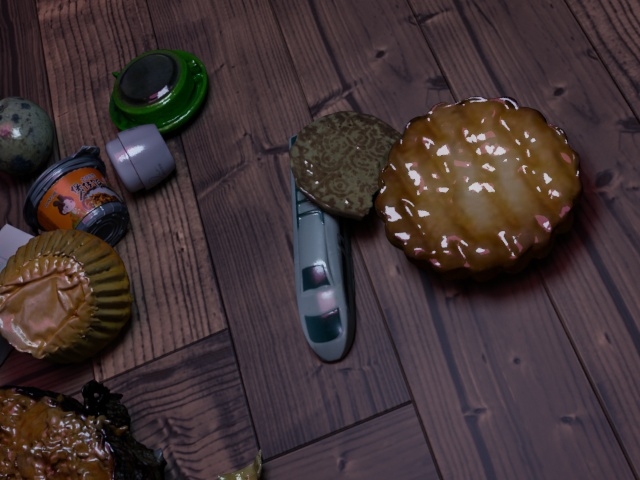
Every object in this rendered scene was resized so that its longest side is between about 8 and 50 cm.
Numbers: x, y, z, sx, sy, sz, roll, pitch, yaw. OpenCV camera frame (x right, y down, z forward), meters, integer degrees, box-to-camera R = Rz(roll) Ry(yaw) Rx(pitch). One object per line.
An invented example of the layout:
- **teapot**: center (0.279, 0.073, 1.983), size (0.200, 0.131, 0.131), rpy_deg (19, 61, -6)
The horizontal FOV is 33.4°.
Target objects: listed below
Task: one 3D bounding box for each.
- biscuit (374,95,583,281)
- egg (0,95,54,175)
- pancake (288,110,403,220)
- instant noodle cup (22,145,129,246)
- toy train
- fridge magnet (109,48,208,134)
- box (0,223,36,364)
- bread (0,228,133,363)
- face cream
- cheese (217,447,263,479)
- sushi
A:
- **biscuit**: center (0.248, -0.077, 1.685), size (0.325, 0.107, 0.326), rpy_deg (-7, 62, 13)
- **egg**: center (-0.593, -0.209, 2.085), size (0.141, 0.141, 0.182), rpy_deg (-23, 45, 7)
- **pancake**: center (0.057, -0.129, 1.778), size (0.235, 0.029, 0.212), rpy_deg (-17, 64, -26)
- **instant noodle cup**: center (-0.425, -0.050, 1.911), size (0.125, 0.208, 0.177), rpy_deg (44, 40, 22)
- **toy train**: center (0.000, 0.000, 1.750), size (0.086, 0.088, 0.407), rpy_deg (-13, 56, 15)
- **fridge magnet**: center (-0.316, -0.289, 2.055), size (0.208, 0.088, 0.208), rpy_deg (-10, 57, 16)
- **box**: center (-0.583, 0.110, 1.917), size (0.135, 0.079, 0.269), rpy_deg (20, 69, 31)
- **bread**: center (-0.438, 0.094, 1.797), size (0.240, 0.139, 0.240), rpy_deg (0, 88, 7)
- **face cream**: center (-0.330, -0.152, 1.959), size (0.104, 0.117, 0.117), rpy_deg (-27, 53, -6)
- **cheese**: center (-0.106, 0.357, 1.596), size (0.084, 0.041, 0.060), rpy_deg (-43, 45, 11)
- **sushi**: center (-0.394, 0.322, 1.635), size (0.348, 0.207, 0.234), rpy_deg (21, 76, 33)
